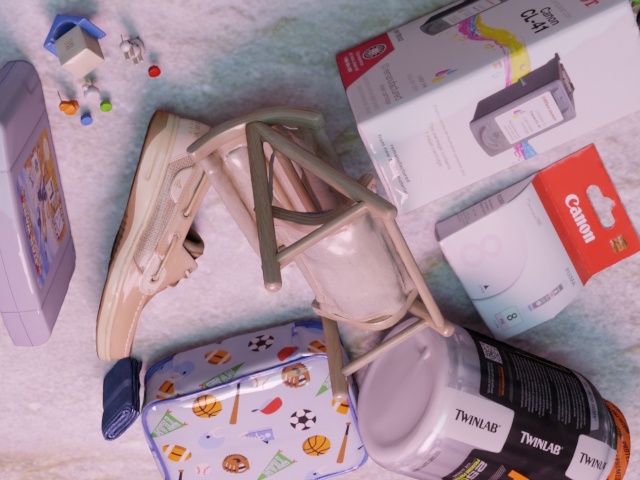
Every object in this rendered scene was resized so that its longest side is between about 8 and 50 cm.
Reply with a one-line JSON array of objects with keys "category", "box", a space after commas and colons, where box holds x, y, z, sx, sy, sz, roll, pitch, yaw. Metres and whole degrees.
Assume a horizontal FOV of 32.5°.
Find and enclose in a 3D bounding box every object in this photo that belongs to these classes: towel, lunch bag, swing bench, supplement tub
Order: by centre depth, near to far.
[{"category": "swing bench", "box": [0.000, 0.000, 1.269, 0.165, 0.255, 0.253, -31, 139, -1]}, {"category": "supplement tub", "box": [0.235, 0.242, 1.457, 0.338, 0.207, 0.207, 22, 115, -26]}, {"category": "towel", "box": [-0.266, 0.211, 1.465, 0.029, 0.119, 0.067, 34, 111, -28]}, {"category": "lunch bag", "box": [-0.092, 0.251, 1.506, 0.303, 0.115, 0.243, -15, 121, 3]}]

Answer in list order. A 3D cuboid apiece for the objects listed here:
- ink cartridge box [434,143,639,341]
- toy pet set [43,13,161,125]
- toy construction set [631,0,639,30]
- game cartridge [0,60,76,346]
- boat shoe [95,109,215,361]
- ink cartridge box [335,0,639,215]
[{"category": "ink cartridge box", "box": [0.291, 0.008, 1.439, 0.232, 0.066, 0.189, -26, 117, 14]}, {"category": "toy pet set", "box": [-0.271, -0.210, 1.283, 0.122, 0.065, 0.114, -31, 151, 15]}, {"category": "toy construction set", "box": [0.465, -0.268, 1.213, 0.327, 0.151, 0.215, 43, 147, -11]}, {"category": "game cartridge", "box": [-0.347, -0.037, 1.279, 0.062, 0.198, 0.297, -6, 119, -2]}, {"category": "boat shoe", "box": [-0.200, 0.011, 1.360, 0.110, 0.122, 0.341, 15, 115, -12]}, {"category": "ink cartridge box", "box": [0.186, -0.183, 1.229, 0.306, 0.226, 0.131, -25, 118, 7]}]
